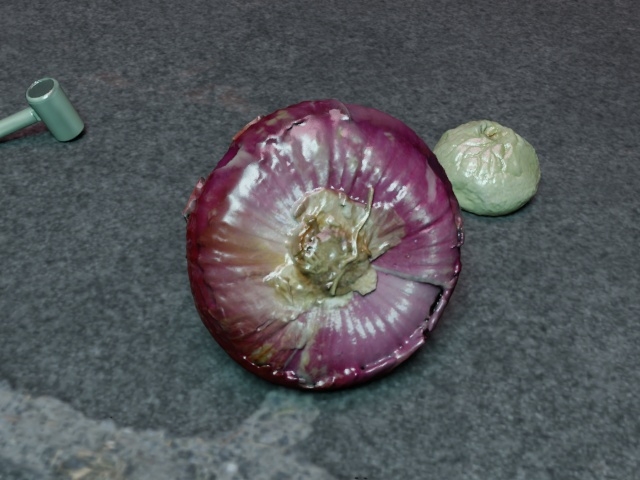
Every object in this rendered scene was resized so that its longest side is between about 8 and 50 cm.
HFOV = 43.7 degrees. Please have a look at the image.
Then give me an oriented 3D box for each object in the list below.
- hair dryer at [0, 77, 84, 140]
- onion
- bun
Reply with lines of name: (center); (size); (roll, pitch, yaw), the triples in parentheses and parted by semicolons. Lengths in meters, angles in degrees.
hair dryer: (-0.321, -0.120, 0.847); (0.124, 0.063, 0.038); (-24, 48, -1)
onion: (0.000, 0.000, 0.653); (0.230, 0.229, 0.163); (-3, 7, -8)
bun: (0.171, -0.081, 0.823); (0.115, 0.069, 0.115); (2, 44, -2)
